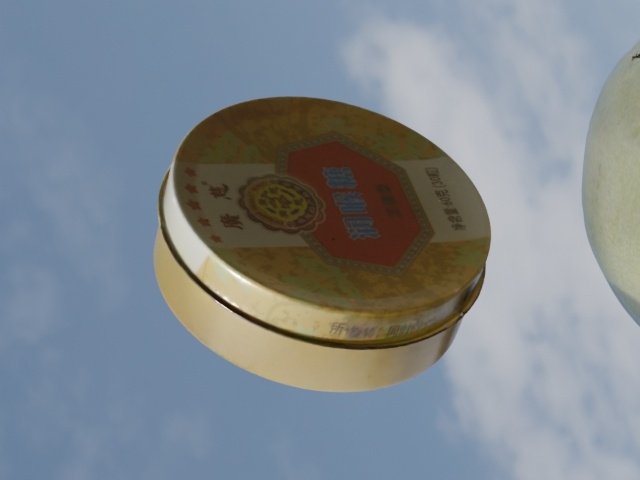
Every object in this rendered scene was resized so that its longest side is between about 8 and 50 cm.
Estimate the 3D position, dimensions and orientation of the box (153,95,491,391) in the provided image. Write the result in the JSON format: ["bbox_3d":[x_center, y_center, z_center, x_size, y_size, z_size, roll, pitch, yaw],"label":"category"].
[{"bbox_3d":[0.000,0.000,0.616,0.105,0.037,0.105,9,-140,-8],"label":"box"}]

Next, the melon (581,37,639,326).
[{"bbox_3d":[0.290,-0.036,1.138,0.268,0.330,0.268,-4,-79,-24],"label":"melon"}]
